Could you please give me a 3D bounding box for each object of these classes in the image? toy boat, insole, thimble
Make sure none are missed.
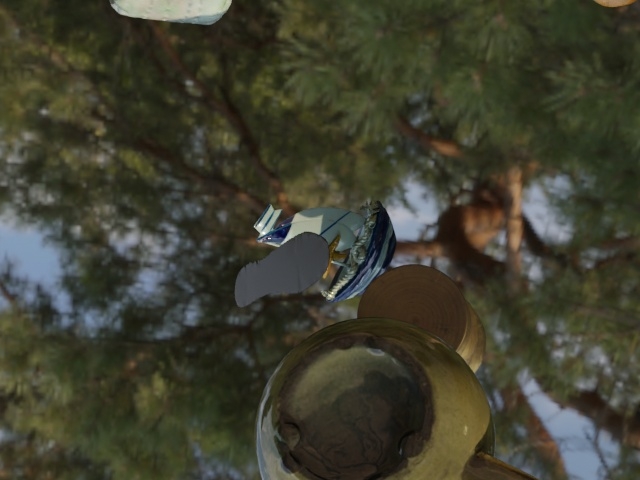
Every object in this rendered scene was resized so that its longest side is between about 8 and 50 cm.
[{"bbox_3d":[0.000,0.000,1.944,0.291,0.220,0.067,20,-162,-29],"label":"toy boat"},{"bbox_3d":[-0.058,0.043,1.506,0.005,0.086,0.253,12,160,-33],"label":"insole"},{"bbox_3d":[-0.188,-0.382,1.327,0.149,0.211,0.185,1,-178,-16],"label":"thimble"}]

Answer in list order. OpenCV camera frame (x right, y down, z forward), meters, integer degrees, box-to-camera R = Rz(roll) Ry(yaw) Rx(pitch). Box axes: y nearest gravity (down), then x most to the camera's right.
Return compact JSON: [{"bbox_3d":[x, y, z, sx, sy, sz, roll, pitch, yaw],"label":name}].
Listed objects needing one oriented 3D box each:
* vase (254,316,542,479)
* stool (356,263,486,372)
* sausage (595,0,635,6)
[{"bbox_3d":[0.107,0.236,1.093,0.329,0.302,0.241,17,-110,23],"label":"vase"},{"bbox_3d":[0.175,0.152,1.763,0.179,0.179,0.264,19,172,19],"label":"stool"},{"bbox_3d":[0.399,-0.416,1.285,0.112,0.112,0.328,20,-122,20],"label":"sausage"}]
